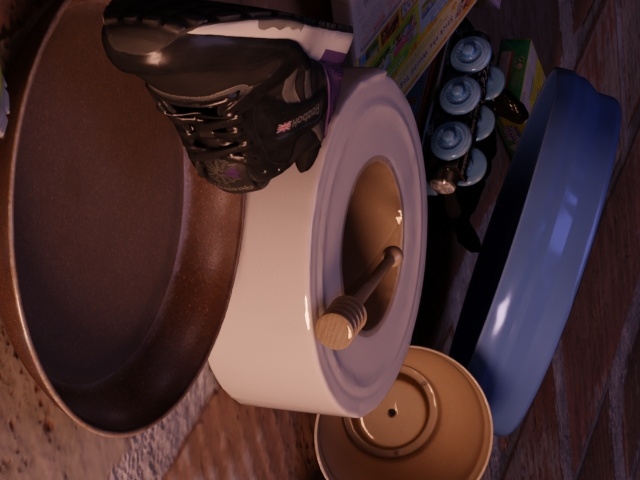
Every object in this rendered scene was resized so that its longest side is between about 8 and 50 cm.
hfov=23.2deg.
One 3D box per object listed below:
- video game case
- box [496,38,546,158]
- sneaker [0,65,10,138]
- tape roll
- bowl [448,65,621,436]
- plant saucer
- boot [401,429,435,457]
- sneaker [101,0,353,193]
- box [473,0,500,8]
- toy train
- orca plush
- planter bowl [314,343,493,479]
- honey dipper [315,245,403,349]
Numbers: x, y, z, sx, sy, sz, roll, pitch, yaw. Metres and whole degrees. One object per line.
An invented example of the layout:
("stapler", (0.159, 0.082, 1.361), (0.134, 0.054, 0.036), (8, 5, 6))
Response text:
("video game case", (0.083, -0.228, 1.427), (0.227, 0.026, 0.206), (-54, 155, -28))
("box", (0.261, -0.167, 1.983), (0.179, 0.043, 0.105), (53, 45, -55))
("sneaker", (-0.222, -0.060, 0.745), (0.208, 0.081, 0.094), (-58, 143, -49))
("tape roll", (0.000, 0.000, 1.283), (0.286, 0.100, 0.286), (4, 90, -67))
("bowl", (0.213, 0.018, 1.593), (0.391, 0.077, 0.391), (18, 90, -89))
("plant saucer", (-0.133, -0.030, 1.012), (0.310, 0.050, 0.310), (4, 90, -69))
("boot", (0.097, 0.279, 1.618), (0.244, 0.088, 0.176), (25, 86, -76))
("sneaker", (-0.051, -0.089, 1.014), (0.283, 0.107, 0.124), (-8, 107, -68))
("box", (0.113, -0.301, 1.559), (0.324, 0.067, 0.063), (16, 79, -69))
("toy train", (0.116, -0.129, 1.540), (0.080, 0.105, 0.184), (52, 47, -55))
("orca plush", (0.171, -0.120, 1.680), (0.151, 0.102, 0.287), (-46, 136, -58))
("planter bowl", (0.071, 0.169, 1.442), (0.109, 0.162, 0.162), (-128, -140, -84))
("honey dipper", (0.036, 0.040, 1.208), (0.160, 0.030, 0.030), (-45, 135, -62))
